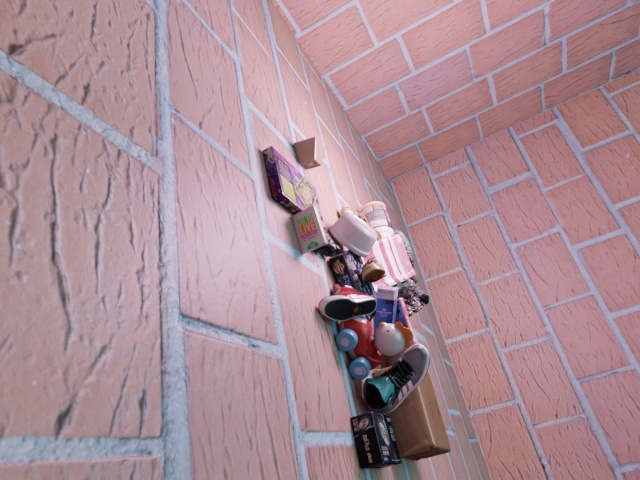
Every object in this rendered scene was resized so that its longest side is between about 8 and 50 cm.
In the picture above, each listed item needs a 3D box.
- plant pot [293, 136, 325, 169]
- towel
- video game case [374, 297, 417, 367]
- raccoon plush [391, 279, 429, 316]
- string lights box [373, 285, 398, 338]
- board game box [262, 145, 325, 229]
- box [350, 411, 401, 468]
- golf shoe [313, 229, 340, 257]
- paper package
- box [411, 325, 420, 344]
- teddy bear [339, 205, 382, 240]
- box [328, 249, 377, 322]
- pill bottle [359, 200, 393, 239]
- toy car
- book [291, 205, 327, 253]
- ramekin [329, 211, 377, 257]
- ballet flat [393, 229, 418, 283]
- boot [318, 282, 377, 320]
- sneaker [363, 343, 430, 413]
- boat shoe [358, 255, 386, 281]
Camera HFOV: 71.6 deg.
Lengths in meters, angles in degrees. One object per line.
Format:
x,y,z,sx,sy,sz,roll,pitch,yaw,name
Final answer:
-0.046,-0.374,1.940,0.109,0.108,0.096,31,53,-61,plant pot
0.318,0.109,2.172,0.328,0.037,0.237,-16,82,-38,towel
0.329,0.420,1.916,0.025,0.204,0.285,4,58,-31,video game case
0.400,0.267,2.421,0.299,0.216,0.446,56,-9,6,raccoon plush
0.273,0.326,1.858,0.133,0.076,0.260,7,88,-74,string lights box
-0.092,-0.182,1.661,0.347,0.056,0.208,37,39,-57,board game box
0.177,0.631,1.396,0.180,0.077,0.148,42,30,-52,box
0.000,0.000,1.684,0.094,0.077,0.198,60,9,27,golf shoe
0.359,0.667,1.729,0.309,0.168,0.325,45,28,-52,paper package
0.410,0.524,2.120,0.181,0.119,0.182,64,18,-12,box
0.193,-0.038,2.236,0.338,0.113,0.245,20,44,-56,teddy bear
0.152,0.185,1.868,0.296,0.073,0.293,68,16,1,box
0.325,-0.073,2.524,0.162,0.162,0.279,44,29,-50,pill bottle
0.207,0.339,1.571,0.210,0.237,0.219,66,18,-4,toy car
-0.039,-0.037,1.554,0.035,0.096,0.144,27,42,-64,book
0.150,-0.031,1.930,0.207,0.109,0.207,34,15,-10,ramekin
0.475,0.155,2.655,0.182,0.164,0.483,-51,140,-23,ballet flat
0.058,0.208,1.583,0.244,0.089,0.176,3,17,-40,boot
0.246,0.479,1.519,0.123,0.296,0.178,40,15,34,sneaker
0.214,0.122,1.870,0.089,0.104,0.285,66,6,13,boat shoe
